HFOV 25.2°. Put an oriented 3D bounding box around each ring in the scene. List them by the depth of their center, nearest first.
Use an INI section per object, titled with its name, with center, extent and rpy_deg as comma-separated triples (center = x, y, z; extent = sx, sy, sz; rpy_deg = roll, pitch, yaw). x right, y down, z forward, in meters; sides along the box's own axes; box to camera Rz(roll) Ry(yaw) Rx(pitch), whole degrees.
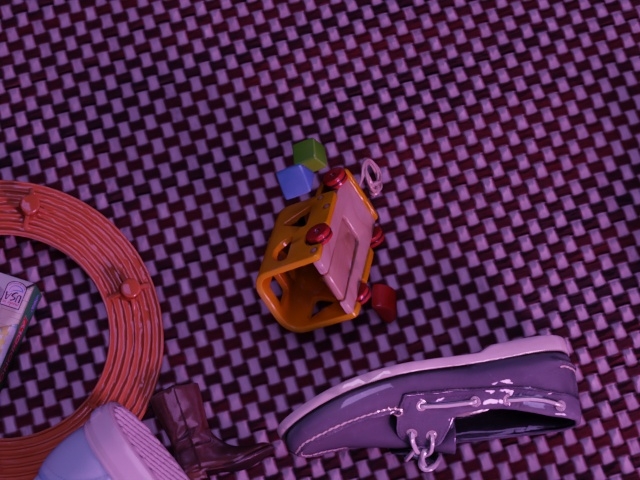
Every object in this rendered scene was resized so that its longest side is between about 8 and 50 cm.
[ring]
center = -0.327, 0.096, 1.491
extent = 0.337, 0.032, 0.336
rpy_deg = 4, 74, -15

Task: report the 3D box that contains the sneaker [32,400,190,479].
[sneaker]
center = -0.154, 0.345, 1.417
extent = 0.150, 0.135, 0.366
rpy_deg = -39, 73, 8

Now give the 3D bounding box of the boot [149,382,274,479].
[boot]
center = -0.115, 0.191, 1.508
extent = 0.106, 0.037, 0.114
rpy_deg = -19, 67, -10

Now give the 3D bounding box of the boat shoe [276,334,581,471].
[boat shoe]
center = 0.117, 0.181, 1.472
extent = 0.320, 0.116, 0.099
rpy_deg = -13, 67, -11

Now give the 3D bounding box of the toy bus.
[toy bus]
center = -0.005, 0.003, 1.536
extent = 0.104, 0.202, 0.190
rpy_deg = -18, 76, 25

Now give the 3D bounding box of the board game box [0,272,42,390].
[board game box]
center = -0.486, 0.100, 1.529
extent = 0.317, 0.046, 0.213
rpy_deg = 17, 70, 5
